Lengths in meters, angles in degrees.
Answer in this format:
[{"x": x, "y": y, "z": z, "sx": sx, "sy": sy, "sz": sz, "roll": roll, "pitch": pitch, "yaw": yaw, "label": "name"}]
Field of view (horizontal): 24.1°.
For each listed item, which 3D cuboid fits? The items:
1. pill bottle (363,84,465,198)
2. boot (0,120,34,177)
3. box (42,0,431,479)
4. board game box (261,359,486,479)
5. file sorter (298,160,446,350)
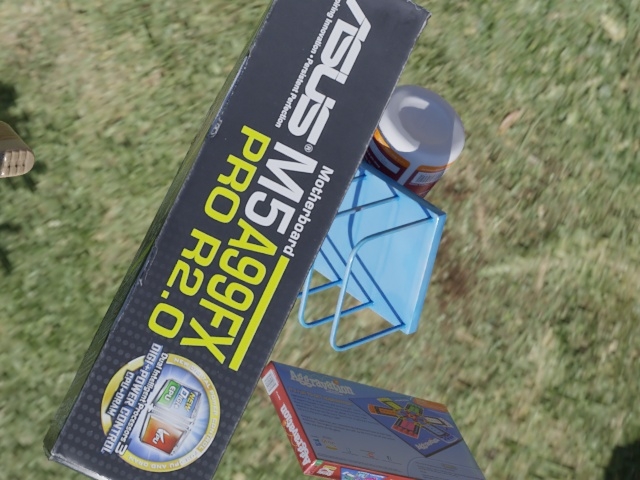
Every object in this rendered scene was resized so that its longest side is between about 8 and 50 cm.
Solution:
[{"x": 0.060, "y": -0.065, "z": 1.359, "sx": 0.086, "sy": 0.086, "sz": 0.152, "roll": 40, "pitch": 138, "yaw": 2, "label": "pill bottle"}, {"x": -0.495, "y": -0.127, "z": 1.825, "sx": 0.207, "sy": 0.248, "sz": 0.090, "roll": 27, "pitch": 107, "yaw": 35, "label": "boot"}, {"x": -0.051, "y": 0.010, "z": 0.676, "sx": 0.060, "sy": 0.270, "sz": 0.216, "roll": 27, "pitch": 78, "yaw": -7, "label": "box"}, {"x": 0.066, "y": 0.219, "z": 1.682, "sx": 0.027, "sy": 0.281, "sz": 0.145, "roll": -49, "pitch": 44, "yaw": 24, "label": "board game box"}, {"x": 0.000, "y": 0.000, "z": 1.271, "sx": 0.170, "sy": 0.104, "sz": 0.118, "roll": 34, "pitch": 126, "yaw": 35, "label": "file sorter"}]
